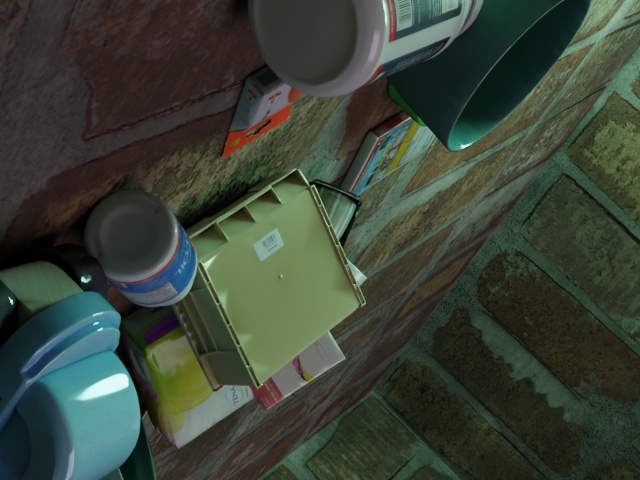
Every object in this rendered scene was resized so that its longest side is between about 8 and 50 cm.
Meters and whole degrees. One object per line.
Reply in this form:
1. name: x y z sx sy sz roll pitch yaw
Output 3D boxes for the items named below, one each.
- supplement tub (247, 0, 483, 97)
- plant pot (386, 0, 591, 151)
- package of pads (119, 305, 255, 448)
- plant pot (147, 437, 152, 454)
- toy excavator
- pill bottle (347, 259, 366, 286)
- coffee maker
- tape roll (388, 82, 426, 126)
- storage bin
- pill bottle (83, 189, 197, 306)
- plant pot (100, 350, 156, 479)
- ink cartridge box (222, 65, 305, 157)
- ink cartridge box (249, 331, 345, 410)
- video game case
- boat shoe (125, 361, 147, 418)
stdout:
1. supplement tub: 0.061 -0.293 1.433 0.272 0.191 0.191 -29 159 -47
2. plant pot: 0.198 -0.311 1.686 0.293 0.235 0.293 -42 165 -14
3. package of pads: -0.206 0.198 2.009 0.229 0.101 0.296 -32 141 -20
4. plant pot: -0.388 0.349 1.972 0.191 0.191 0.174 -41 157 -16
5. toy excavator: -0.328 0.291 1.431 0.433 0.445 0.222 -52 164 24
6. pill bottle: 0.008 0.125 2.615 0.193 0.108 0.108 -46 166 0
7. coffee maker: 0.000 0.000 2.114 0.178 0.120 0.171 -67 159 -9
8. tape roll: 0.257 -0.345 2.084 0.321 0.077 0.321 -42 165 -14
9. storage bin: -0.096 0.059 1.856 0.262 0.260 0.123 -35 -161 -35
10. pill bottle: -0.234 0.020 1.605 0.124 0.124 0.221 -44 167 -8
11. plant pot: -0.378 0.303 1.744 0.196 0.293 0.293 -18 164 -1
12. ink cartridge box: -0.062 -0.189 1.679 0.145 0.045 0.179 -35 160 -34
13. ink cartridge box: -0.035 0.190 1.963 0.198 0.067 0.115 -33 -166 -6
14. video game case: 0.156 -0.195 2.317 0.285 0.025 0.204 -35 163 -38
15. boat shoe: -0.326 0.284 2.141 0.285 0.089 0.104 -51 164 20
